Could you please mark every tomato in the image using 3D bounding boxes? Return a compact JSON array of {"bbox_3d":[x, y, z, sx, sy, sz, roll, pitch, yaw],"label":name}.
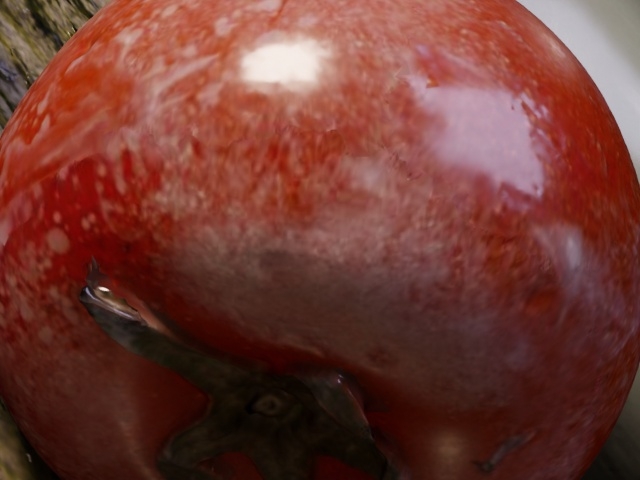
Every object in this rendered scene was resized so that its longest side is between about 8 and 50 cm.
[{"bbox_3d":[0.000,0.000,0.656,0.270,0.270,0.227,44,39,-26],"label":"tomato"}]

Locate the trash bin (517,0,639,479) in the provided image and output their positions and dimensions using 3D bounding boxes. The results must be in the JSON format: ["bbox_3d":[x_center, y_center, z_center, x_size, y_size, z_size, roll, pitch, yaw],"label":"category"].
[{"bbox_3d":[0.132,0.005,0.911,0.432,0.280,0.280,43,20,-8],"label":"trash bin"}]
